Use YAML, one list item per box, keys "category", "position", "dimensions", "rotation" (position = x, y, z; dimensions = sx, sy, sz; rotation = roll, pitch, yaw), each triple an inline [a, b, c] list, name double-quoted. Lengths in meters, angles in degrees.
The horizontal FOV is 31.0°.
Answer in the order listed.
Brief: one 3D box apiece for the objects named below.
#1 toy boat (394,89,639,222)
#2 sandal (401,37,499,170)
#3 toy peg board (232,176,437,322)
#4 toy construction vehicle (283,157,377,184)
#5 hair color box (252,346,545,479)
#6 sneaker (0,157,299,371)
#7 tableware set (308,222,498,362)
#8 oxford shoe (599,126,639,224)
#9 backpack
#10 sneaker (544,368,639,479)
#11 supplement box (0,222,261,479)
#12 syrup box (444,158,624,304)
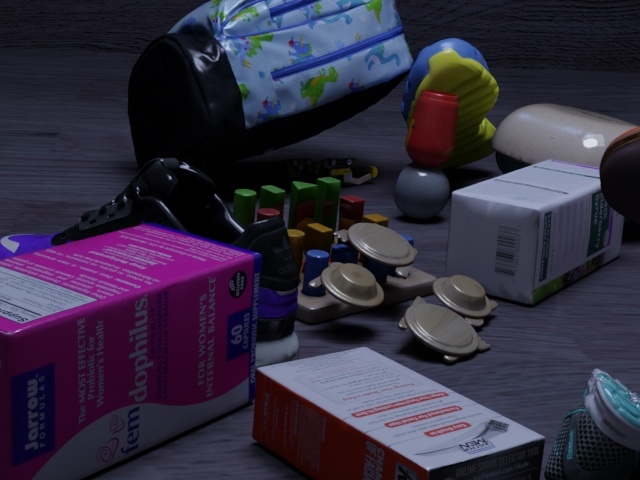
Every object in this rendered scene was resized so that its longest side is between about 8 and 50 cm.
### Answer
- category: "toy boat"
  position: [0.243, -0.086, 1.368]
  dimensions: [0.318, 0.148, 0.267]
  rotation: [6, 14, -17]
- category: "sandal"
  position: [0.157, -0.194, 1.501]
  dimensions: [0.126, 0.138, 0.317]
  rotation: [-20, -14, 2]
- category: "toy peg board"
  position: [0.000, 0.000, 1.064]
  dimensions: [0.161, 0.079, 0.161]
  rotation: [-11, 24, -41]
- category: "toy construction vehicle"
  position: [0.013, -0.091, 1.512]
  dimensions: [0.098, 0.035, 0.086]
  rotation: [-4, 6, -34]
- category: "hair color box"
  position: [0.042, 0.120, 0.703]
  dimensions: [0.093, 0.053, 0.167]
  rotation: [-7, 17, -36]
- category: "sneaker"
  position: [-0.142, 0.002, 0.919]
  dimensions: [0.293, 0.146, 0.102]
  rotation: [11, 17, 24]
- category: "tableware set"
  position: [0.075, 0.041, 0.972]
  dimensions: [0.169, 0.020, 0.141]
  rotation: [30, 30, 14]
- category: "oxford shoe"
  position: [0.282, -0.013, 0.699]
  dimensions: [0.271, 0.097, 0.098]
  rotation: [15, 37, 39]
- category: "backpack"
  position: [-0.051, -0.230, 1.479]
  dimensions: [0.356, 0.273, 0.290]
  rotation: [-9, -1, -25]
- category: "sneaker"
  position: [0.169, 0.123, 0.703]
  dimensions: [0.065, 0.076, 0.166]
  rotation: [41, 6, 21]
- category: "supplement box"
  position: [-0.148, 0.069, 0.738]
  dimensions: [0.114, 0.111, 0.220]
  rotation: [15, 20, 35]
- category: "syrup box"
  position: [0.222, -0.015, 1.152]
  dimensions: [0.096, 0.093, 0.237]
  rotation: [13, 18, 33]
